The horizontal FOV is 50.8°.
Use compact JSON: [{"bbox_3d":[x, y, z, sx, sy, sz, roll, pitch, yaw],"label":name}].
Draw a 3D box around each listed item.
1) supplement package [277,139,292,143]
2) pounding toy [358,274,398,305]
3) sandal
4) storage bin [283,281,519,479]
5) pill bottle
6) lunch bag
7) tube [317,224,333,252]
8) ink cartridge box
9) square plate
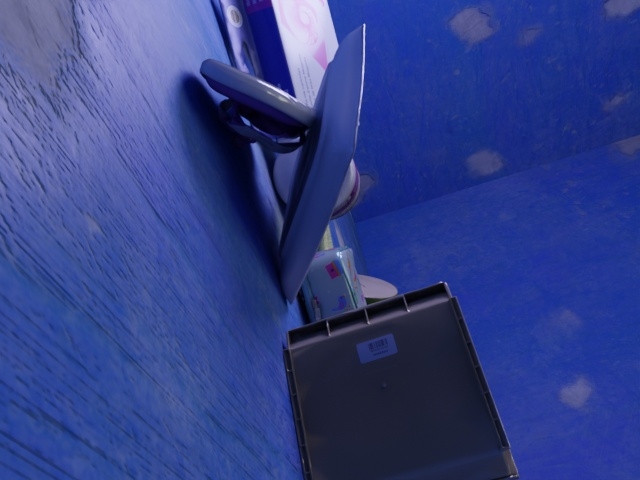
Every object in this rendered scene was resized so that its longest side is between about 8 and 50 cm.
[{"bbox_3d":[-0.037,-0.274,1.714,0.139,0.134,0.244,67,8,-48],"label":"supplement package"},{"bbox_3d":[0.103,0.174,1.736,0.237,0.183,0.110,-83,-179,-75],"label":"pounding toy"},{"bbox_3d":[-0.092,-0.184,1.058,0.416,0.170,0.102,-25,138,-84],"label":"sandal"},{"bbox_3d":[0.100,0.222,0.936,0.123,0.263,0.260,61,13,-53],"label":"storage bin"},{"bbox_3d":[0.002,-0.130,1.488,0.301,0.170,0.169,19,54,-83],"label":"pill bottle"},{"bbox_3d":[0.033,0.128,1.337,0.279,0.108,0.223,-8,84,-83],"label":"lunch bag"},{"bbox_3d":[0.000,0.000,1.675,0.062,0.070,0.240,-17,-93,63],"label":"tube"},{"bbox_3d":[-0.055,-0.381,1.422,0.330,0.072,0.323,-22,98,-57],"label":"ink cartridge box"},{"bbox_3d":[-0.005,-0.128,1.099,0.343,0.049,0.347,-83,-169,-45],"label":"square plate"}]
